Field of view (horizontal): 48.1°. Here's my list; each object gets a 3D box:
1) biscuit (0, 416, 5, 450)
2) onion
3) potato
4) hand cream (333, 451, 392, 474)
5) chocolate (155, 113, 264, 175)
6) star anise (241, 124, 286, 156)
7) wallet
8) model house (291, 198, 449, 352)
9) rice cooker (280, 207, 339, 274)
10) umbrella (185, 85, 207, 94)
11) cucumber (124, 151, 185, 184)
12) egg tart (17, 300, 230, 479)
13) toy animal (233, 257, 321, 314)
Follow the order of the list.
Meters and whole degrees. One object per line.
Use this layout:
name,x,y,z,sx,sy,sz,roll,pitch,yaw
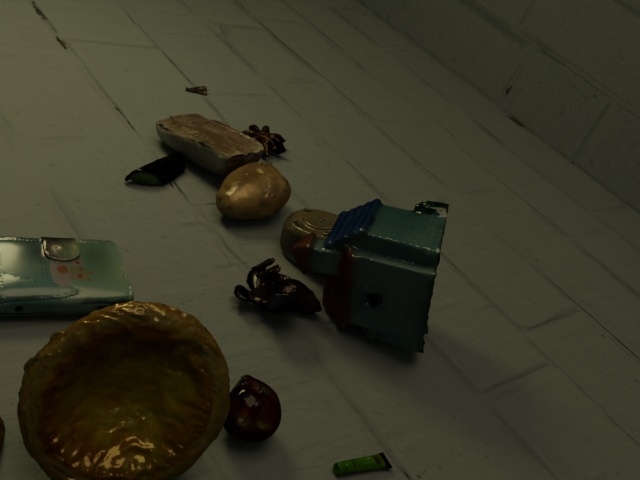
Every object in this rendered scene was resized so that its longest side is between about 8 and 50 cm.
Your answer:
biscuit,-0.572,0.278,1.036,0.225,0.042,0.226,17,32,-11
onion,-0.119,0.297,1.256,0.118,0.119,0.117,30,28,7
potato,-0.173,-0.130,1.835,0.234,0.128,0.161,-11,40,-36
hand cream,0.077,0.410,1.310,0.121,0.023,0.036,5,33,-36
chocolate,-0.305,-0.258,1.954,0.303,0.101,0.185,29,34,24
star anise,-0.175,-0.302,2.156,0.167,0.057,0.168,19,31,-12
wallet,-0.498,0.070,1.364,0.250,0.075,0.176,3,41,-33
model house,0.102,0.062,1.614,0.329,0.295,0.252,9,33,6
rice cooker,0.000,0.000,1.755,0.206,0.127,0.145,15,39,21
umbrella,-0.396,-0.486,2.312,0.083,0.020,0.032,-2,80,-37
cucumber,-0.407,-0.180,1.830,0.070,0.046,0.220,37,32,5
egg tart,-0.298,0.235,1.098,0.318,0.319,0.128,11,6,-21
toy animal,-0.090,0.125,1.576,0.179,0.116,0.218,42,-6,-25
